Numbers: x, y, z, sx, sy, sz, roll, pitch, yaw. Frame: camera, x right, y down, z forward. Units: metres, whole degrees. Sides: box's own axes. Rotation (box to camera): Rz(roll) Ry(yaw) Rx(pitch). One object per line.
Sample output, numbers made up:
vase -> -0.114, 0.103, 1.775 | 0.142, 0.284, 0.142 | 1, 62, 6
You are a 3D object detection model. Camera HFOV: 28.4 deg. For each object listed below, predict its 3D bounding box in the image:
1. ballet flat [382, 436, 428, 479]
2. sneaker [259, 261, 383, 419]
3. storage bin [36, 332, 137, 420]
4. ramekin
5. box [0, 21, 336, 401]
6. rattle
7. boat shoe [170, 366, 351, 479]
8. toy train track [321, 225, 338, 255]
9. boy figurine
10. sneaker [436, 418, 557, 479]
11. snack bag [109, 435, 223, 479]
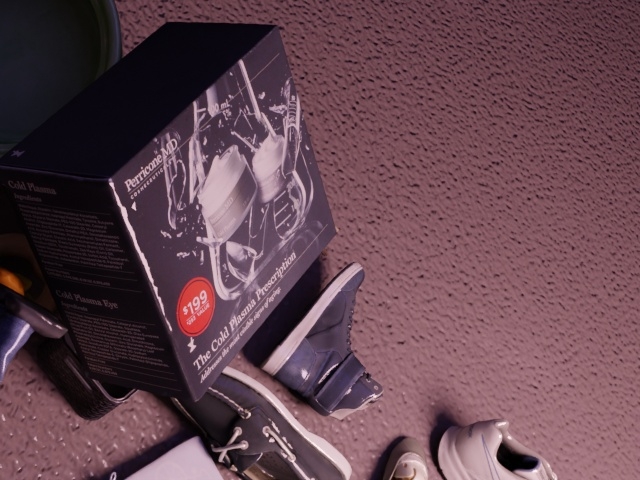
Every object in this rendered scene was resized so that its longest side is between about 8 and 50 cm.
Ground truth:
ballet flat -> 0.118, 0.362, 1.782 | 0.072, 0.068, 0.213 | 40, 50, -13
sneaker -> 0.038, 0.151, 1.811 | 0.163, 0.086, 0.226 | 39, 59, 0
storage bin -> -0.256, 0.130, 1.622 | 0.122, 0.084, 0.180 | 51, 48, -2
ramekin -> -0.391, -0.240, 1.586 | 0.303, 0.148, 0.303 | 0, 90, -1
box -> -0.166, -0.044, 1.507 | 0.343, 0.179, 0.313 | -51, 135, -40
rattle -> -0.350, 0.011, 1.584 | 0.130, 0.143, 0.199 | 42, 54, 21
boat shoe -> -0.084, 0.266, 1.655 | 0.302, 0.114, 0.091 | 36, 47, -17
toy train track -> 0.000, 0.000, 1.921 | 0.048, 0.014, 0.083 | 49, 43, 4
boy figurine -> -0.400, 0.189, 1.412 | 0.092, 0.177, 0.285 | 35, 82, -27
sneaker -> 0.302, 0.385, 1.863 | 0.297, 0.129, 0.111 | 47, 47, -8
snack bag -> -0.191, 0.435, 1.544 | 0.342, 0.037, 0.323 | -30, 87, -44
